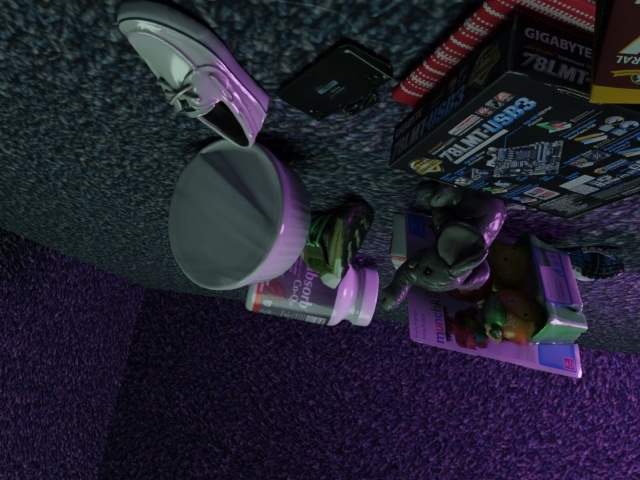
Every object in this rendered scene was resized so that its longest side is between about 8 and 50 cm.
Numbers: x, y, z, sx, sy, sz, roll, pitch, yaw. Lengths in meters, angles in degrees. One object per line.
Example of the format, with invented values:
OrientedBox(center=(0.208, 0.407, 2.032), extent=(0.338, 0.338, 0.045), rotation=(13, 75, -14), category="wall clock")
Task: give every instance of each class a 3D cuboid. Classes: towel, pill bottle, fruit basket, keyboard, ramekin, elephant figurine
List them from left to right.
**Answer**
OrientedBox(center=(-0.137, -0.042, 1.066), extent=(0.273, 0.273, 0.127), rotation=(0, 174, 34), category="ramekin")
OrientedBox(center=(-0.026, 0.134, 1.731), extent=(0.363, 0.210, 0.210), rotation=(11, 165, -6), category="pill bottle")
OrientedBox(center=(0.025, -0.205, 0.789), extent=(0.108, 0.023, 0.180), rotation=(25, 161, -26), category="keyboard")
OrientedBox(center=(0.239, 0.023, 1.064), extent=(0.169, 0.239, 0.186), rotation=(20, 161, -30), category="elephant figurine")
OrientedBox(center=(0.339, 0.088, 1.164), extent=(0.353, 0.327, 0.165), rotation=(18, 137, -13), category="fruit basket")
OrientedBox(center=(0.224, -0.195, 0.670), extent=(0.199, 0.031, 0.275), rotation=(14, 164, -16), category="towel")

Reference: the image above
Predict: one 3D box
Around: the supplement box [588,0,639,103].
OrientedBox(center=(0.231, -0.204, 0.315), extent=(0.129, 0.191, 0.194), rotation=(5, 165, 19), category="supplement box")

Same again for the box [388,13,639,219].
OrientedBox(center=(0.272, -0.122, 0.707), extent=(0.293, 0.073, 0.295), rotation=(15, 165, -12), category="box")

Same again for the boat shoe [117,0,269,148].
OrientedBox(center=(-0.164, -0.206, 0.777), extent=(0.096, 0.088, 0.267), rotation=(3, 164, 26), category="boat shoe")

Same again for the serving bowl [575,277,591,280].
OrientedBox(center=(0.644, 0.081, 1.428), extent=(0.083, 0.027, 0.083), rotation=(9, 166, 2), category="serving bowl")

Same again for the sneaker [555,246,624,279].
OrientedBox(center=(0.583, 0.052, 1.310), extent=(0.083, 0.071, 0.191), rotation=(15, 174, -42), category="sneaker")

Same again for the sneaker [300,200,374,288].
OrientedBox(center=(0.000, 0.000, 1.381), extent=(0.182, 0.158, 0.410), rotation=(28, 161, 3), category="sneaker")

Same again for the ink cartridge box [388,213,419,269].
OrientedBox(center=(0.194, 0.008, 1.320), extent=(0.056, 0.099, 0.135), rotation=(6, 164, 16), category="ink cartridge box")
